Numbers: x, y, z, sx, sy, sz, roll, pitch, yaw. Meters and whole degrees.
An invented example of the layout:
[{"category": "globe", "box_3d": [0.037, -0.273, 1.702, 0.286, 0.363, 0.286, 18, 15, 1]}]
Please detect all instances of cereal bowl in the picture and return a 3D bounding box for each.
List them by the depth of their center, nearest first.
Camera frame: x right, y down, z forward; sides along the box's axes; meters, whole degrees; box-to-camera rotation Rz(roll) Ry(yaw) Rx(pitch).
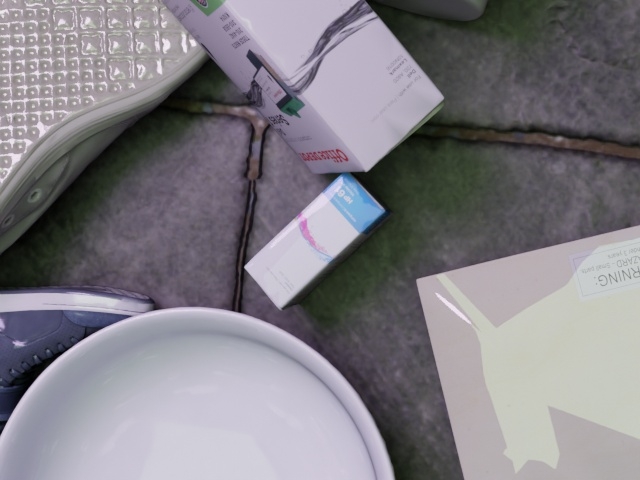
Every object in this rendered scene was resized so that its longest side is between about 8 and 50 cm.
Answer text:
[{"category": "cereal bowl", "box_3d": [-0.100, 0.232, 0.898, 0.338, 0.141, 0.339, -1, 77, 4]}]

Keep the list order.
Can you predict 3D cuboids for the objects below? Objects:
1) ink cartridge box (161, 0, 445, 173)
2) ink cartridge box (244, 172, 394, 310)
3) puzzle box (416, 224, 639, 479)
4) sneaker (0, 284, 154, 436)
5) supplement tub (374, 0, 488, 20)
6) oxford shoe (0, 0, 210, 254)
[{"category": "ink cartridge box", "box_3d": [-0.022, -0.160, 0.860, 0.092, 0.160, 0.219, -44, 103, -10]}, {"category": "ink cartridge box", "box_3d": [0.000, 0.000, 0.926, 0.122, 0.088, 0.052, -44, 84, 6]}, {"category": "puzzle box", "box_3d": [0.309, 0.116, 0.896, 0.408, 0.052, 0.272, -13, 87, 8]}, {"category": "sneaker", "box_3d": [-0.257, 0.121, 0.966, 0.226, 0.086, 0.164, -2, 88, 10]}, {"category": "supplement tub", "box_3d": [0.096, -0.336, 0.863, 0.191, 0.191, 0.272, 19, 93, 9]}, {"category": "oxford shoe", "box_3d": [-0.239, -0.129, 0.953, 0.169, 0.130, 0.449, 43, 81, 6]}]
